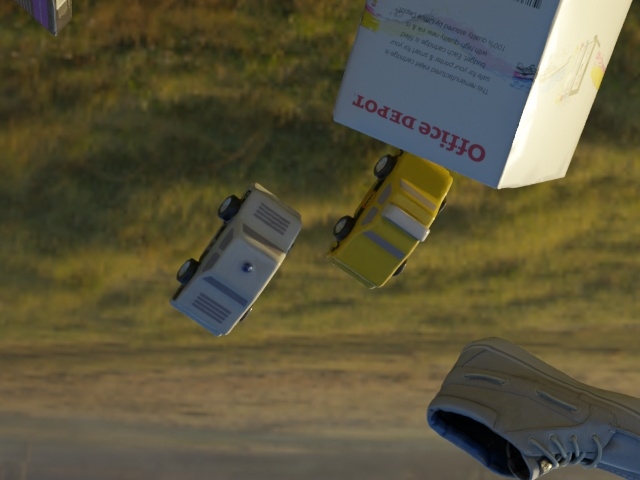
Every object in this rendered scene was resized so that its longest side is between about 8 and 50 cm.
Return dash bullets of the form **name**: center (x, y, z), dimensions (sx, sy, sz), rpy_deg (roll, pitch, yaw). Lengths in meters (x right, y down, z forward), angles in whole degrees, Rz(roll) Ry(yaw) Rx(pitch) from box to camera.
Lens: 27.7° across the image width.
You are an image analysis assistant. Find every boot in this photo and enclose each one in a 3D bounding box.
- **boot**: center (0.226, 0.193, 1.217), dimensions (0.258, 0.123, 0.095), rpy_deg (24, 133, 20)

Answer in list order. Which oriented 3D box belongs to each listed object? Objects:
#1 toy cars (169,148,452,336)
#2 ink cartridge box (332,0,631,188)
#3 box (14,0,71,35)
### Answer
- **toy cars**: center (0.000, 0.000, 1.607), dimensions (0.393, 0.177, 0.087), rpy_deg (-17, -166, -15)
- **ink cartridge box**: center (0.148, -0.183, 1.112), dimensions (0.171, 0.233, 0.168), rpy_deg (27, -161, 27)
- **box**: center (-0.300, -0.268, 1.202), dimensions (0.162, 0.029, 0.116), rpy_deg (40, 167, -3)
